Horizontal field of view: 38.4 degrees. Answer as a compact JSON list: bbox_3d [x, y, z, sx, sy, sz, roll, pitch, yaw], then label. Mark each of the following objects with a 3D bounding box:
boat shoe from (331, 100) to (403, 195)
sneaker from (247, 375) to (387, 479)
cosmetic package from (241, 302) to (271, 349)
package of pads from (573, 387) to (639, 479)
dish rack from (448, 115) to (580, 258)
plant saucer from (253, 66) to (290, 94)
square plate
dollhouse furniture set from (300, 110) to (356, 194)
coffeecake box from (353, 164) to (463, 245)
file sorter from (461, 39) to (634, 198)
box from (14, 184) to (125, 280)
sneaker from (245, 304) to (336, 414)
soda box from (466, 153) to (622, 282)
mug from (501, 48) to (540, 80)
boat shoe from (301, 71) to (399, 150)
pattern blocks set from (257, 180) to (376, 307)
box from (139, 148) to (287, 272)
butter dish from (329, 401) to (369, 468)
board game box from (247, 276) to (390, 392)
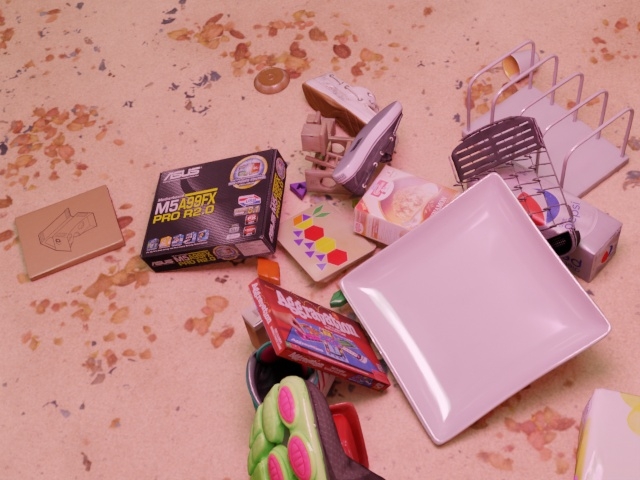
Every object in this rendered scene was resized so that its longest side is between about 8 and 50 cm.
[{"bbox_3d":[0.108,-0.175,1.768,0.080,0.076,0.228,-23,27,51],"label":"boat shoe"},{"bbox_3d":[0.054,0.414,1.326,0.202,0.185,0.483,-24,87,-44],"label":"sneaker"},{"bbox_3d":[-0.098,0.153,1.635,0.060,0.115,0.041,-37,59,-15],"label":"cosmetic package"},{"bbox_3d":[0.496,0.384,1.388,0.229,0.101,0.296,11,57,15],"label":"package of pads"},{"bbox_3d":[0.333,-0.079,1.636,0.208,0.074,0.271,-23,82,36],"label":"dish rack"},{"bbox_3d":[-0.110,-0.363,2.062,0.083,0.015,0.083,-4,54,6],"label":"plant saucer"},{"bbox_3d":[0.254,0.113,1.570,0.347,0.049,0.344,-36,65,9],"label":"square plate"},{"bbox_3d":[0.033,-0.212,1.832,0.101,0.161,0.182,5,49,10],"label":"dollhouse furniture set"},{"bbox_3d":[0.175,-0.050,1.740,0.185,0.068,0.142,21,49,17],"label":"coffeecake box"},{"bbox_3d":[0.439,-0.234,1.788,0.193,0.173,0.278,-34,57,-16],"label":"file sorter"},{"bbox_3d":[-0.513,-0.018,1.879,0.201,0.021,0.164,-21,55,-7],"label":"box"},{"bbox_3d":[-0.045,0.200,1.553,0.124,0.178,0.295,7,54,13],"label":"sneaker"},{"bbox_3d":[0.409,-0.048,1.708,0.286,0.098,0.091,36,67,28],"label":"soda box"},{"bbox_3d":[0.430,-0.384,1.966,0.064,0.062,0.078,-23,61,-17],"label":"mug"},{"bbox_3d":[0.079,-0.279,1.922,0.096,0.098,0.277,-38,57,-16],"label":"boat shoe"},{"bbox_3d":[0.000,0.000,1.769,0.285,0.026,0.325,-22,49,-14],"label":"pattern blocks set"},{"bbox_3d":[-0.207,-0.058,1.795,0.270,0.060,0.216,-9,54,22],"label":"box"},{"bbox_3d":[-0.002,0.356,1.437,0.160,0.160,0.118,-14,29,-1],"label":"butter dish"},{"bbox_3d":[0.002,0.160,1.517,0.027,0.281,0.145,-43,50,18],"label":"board game box"}]
